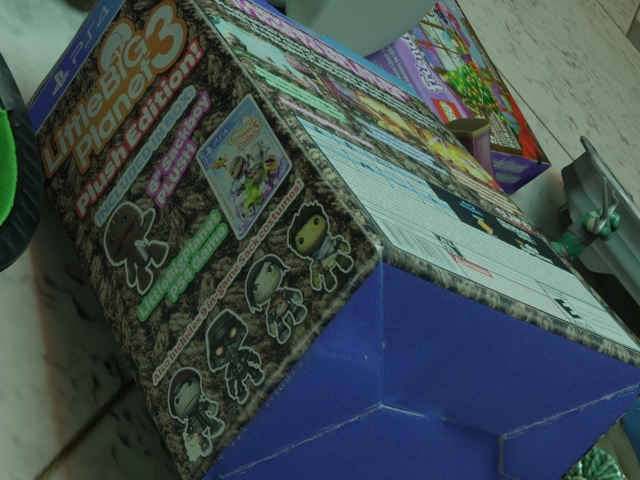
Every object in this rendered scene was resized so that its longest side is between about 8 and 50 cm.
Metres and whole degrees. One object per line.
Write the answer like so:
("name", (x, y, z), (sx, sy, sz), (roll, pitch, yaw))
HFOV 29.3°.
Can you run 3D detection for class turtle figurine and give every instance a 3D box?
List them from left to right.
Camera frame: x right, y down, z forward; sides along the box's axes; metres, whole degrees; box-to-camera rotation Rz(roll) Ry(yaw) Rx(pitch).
("turtle figurine", (0.200, 0.043, 1.014), (0.234, 0.118, 0.175), (56, 42, -28))

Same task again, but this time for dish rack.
("dish rack", (0.338, 0.054, 1.198), (0.333, 0.072, 0.285), (51, 13, -2))

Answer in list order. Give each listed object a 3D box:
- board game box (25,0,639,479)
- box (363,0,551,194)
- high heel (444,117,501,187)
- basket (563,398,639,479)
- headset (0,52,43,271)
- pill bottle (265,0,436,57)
("board game box", (0.000, 0.000, 0.668), (0.232, 0.141, 0.291), (23, 23, -42))
("box", (0.091, -0.186, 1.175), (0.201, 0.057, 0.293), (4, 54, -53))
("high heel", (0.066, -0.014, 0.960), (0.244, 0.082, 0.117), (-31, 123, -52))
("basket", (0.278, 0.174, 0.793), (0.201, 0.289, 0.255), (24, 34, -53))
("headset", (-0.272, -0.072, 0.485), (0.243, 0.185, 0.394), (64, 15, 13))
("pill bottle", (-0.018, -0.299, 1.040), (0.162, 0.162, 0.278), (0, 57, -56))
